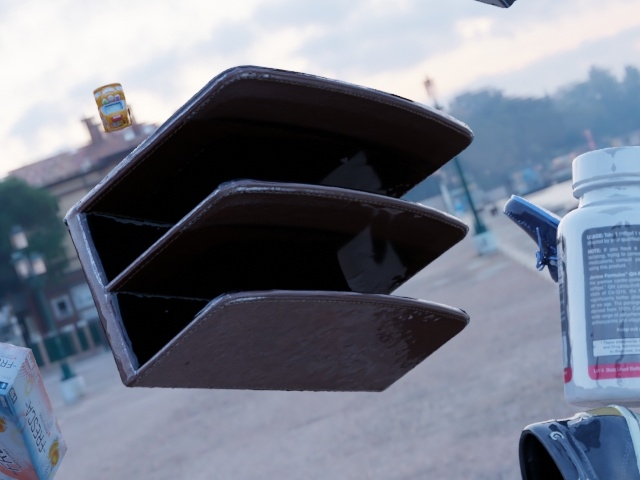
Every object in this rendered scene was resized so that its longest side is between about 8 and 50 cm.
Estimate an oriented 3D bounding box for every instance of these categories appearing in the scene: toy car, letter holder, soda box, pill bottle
[{"bbox_3d":[-0.188,-0.141,1.499,0.122,0.060,0.040,-2,31,-18],"label":"toy car"},{"bbox_3d":[0.000,0.000,1.055,0.214,0.152,0.302,-39,-29,30],"label":"letter holder"},{"bbox_3d":[-0.316,0.184,1.406,0.058,0.183,0.063,9,49,15],"label":"soda box"},{"bbox_3d":[0.392,0.049,1.736,0.176,0.318,0.176,-1,-11,0],"label":"pill bottle"}]

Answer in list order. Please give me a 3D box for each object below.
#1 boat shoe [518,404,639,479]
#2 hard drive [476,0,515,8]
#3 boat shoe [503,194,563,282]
[{"bbox_3d":[0.309,0.407,1.472,0.156,0.500,0.187,4,-35,-12],"label":"boat shoe"},{"bbox_3d":[0.265,-0.421,1.579,0.339,0.064,0.237,-48,24,-1],"label":"hard drive"},{"bbox_3d":[0.366,0.027,2.012,0.089,0.258,0.109,-58,-29,11],"label":"boat shoe"}]
